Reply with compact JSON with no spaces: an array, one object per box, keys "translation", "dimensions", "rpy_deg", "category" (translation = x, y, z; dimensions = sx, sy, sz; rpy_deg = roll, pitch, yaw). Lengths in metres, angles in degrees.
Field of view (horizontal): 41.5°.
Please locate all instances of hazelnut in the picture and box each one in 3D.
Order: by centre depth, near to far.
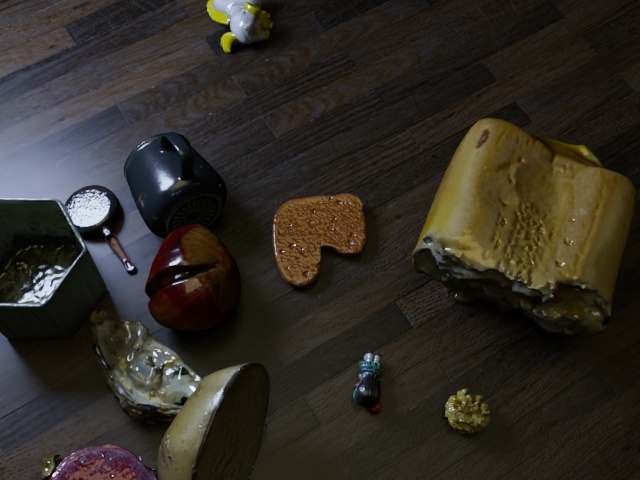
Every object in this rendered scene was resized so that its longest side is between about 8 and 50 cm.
[{"translation":[-0.238,0.072,1.560],"dimensions":[0.178,0.178,0.204],"rpy_deg":[-14,67,-9],"category":"hazelnut"}]

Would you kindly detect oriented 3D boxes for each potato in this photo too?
[{"translation":[-0.184,0.333,1.398],"dimensions":[0.116,0.239,0.299],"rpy_deg":[16,91,26],"category":"potato"}]

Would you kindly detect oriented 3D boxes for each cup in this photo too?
[{"translation":[-0.279,-0.123,1.616],"dimensions":[0.169,0.223,0.176],"rpy_deg":[-19,57,-26],"category":"cup"}]

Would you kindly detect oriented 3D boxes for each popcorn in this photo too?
[{"translation":[0.267,0.309,1.523],"dimensions":[0.082,0.057,0.083],"rpy_deg":[38,66,13],"category":"popcorn"}]

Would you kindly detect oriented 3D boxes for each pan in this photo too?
[{"translation":[-0.427,-0.023,1.656],"dimensions":[0.115,0.040,0.212],"rpy_deg":[-34,70,-12],"category":"pan"}]

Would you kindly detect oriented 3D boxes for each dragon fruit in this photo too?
[{"translation":[-0.348,0.463,1.381],"dimensions":[0.282,0.147,0.211],"rpy_deg":[35,58,10],"category":"dragon fruit"}]

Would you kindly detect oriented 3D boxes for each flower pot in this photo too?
[{"translation":[-0.521,0.054,1.531],"dimensions":[0.209,0.189,0.239],"rpy_deg":[-29,68,-14],"category":"flower pot"}]

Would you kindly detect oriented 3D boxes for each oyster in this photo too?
[{"translation":[-0.312,0.234,1.523],"dimensions":[0.166,0.094,0.294],"rpy_deg":[-22,56,-35],"category":"oyster"}]

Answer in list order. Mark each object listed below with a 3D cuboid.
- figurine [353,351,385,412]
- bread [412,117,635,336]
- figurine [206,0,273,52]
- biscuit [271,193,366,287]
[{"translation":[0.093,0.258,1.548],"dimensions":[0.060,0.047,0.106],"rpy_deg":[32,52,-28],"category":"figurine"},{"translation":[0.388,-0.031,1.596],"dimensions":[0.361,0.250,0.394],"rpy_deg":[22,61,5],"category":"bread"},{"translation":[-0.185,-0.512,1.882],"dimensions":[0.130,0.109,0.178],"rpy_deg":[-25,63,9],"category":"figurine"},{"translation":[0.000,0.000,1.669],"dimensions":[0.192,0.036,0.186],"rpy_deg":[-7,67,-7],"category":"biscuit"}]
